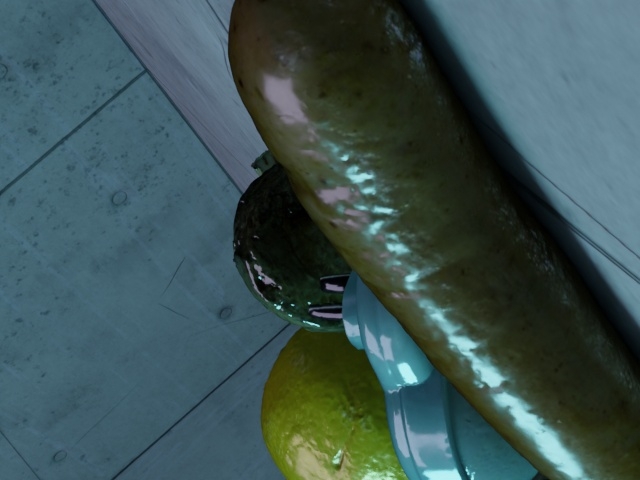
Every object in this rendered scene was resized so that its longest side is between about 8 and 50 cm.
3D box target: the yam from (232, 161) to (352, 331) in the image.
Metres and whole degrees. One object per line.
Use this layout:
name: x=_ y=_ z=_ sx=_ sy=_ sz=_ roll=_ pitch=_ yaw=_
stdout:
yam: x=0.002 y=0.007 z=1.210 sx=0.195 sy=0.195 sz=0.300 roll=49 pitch=177 yaw=4

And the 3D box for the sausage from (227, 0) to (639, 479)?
sausage: x=0.103 y=0.018 z=0.753 sx=0.136 sy=0.123 sz=0.501 roll=-4 pitch=132 yaw=50

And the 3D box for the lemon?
lemon: x=0.086 y=0.243 z=1.552 sx=0.348 sy=0.348 sz=0.348 roll=49 pitch=176 yaw=5

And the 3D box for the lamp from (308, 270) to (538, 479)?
lamp: x=0.116 y=0.103 z=0.927 sx=0.284 sy=0.147 sz=0.209 roll=46 pitch=-139 yaw=-22

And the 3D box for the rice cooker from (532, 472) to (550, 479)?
rice cooker: x=0.275 y=0.419 z=1.217 sx=0.325 sy=0.335 sz=0.335 roll=50 pitch=176 yaw=2

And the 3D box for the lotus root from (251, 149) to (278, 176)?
lotus root: x=-0.019 y=-0.066 z=1.547 sx=0.143 sy=0.070 sz=0.144 roll=41 pitch=169 yaw=17
